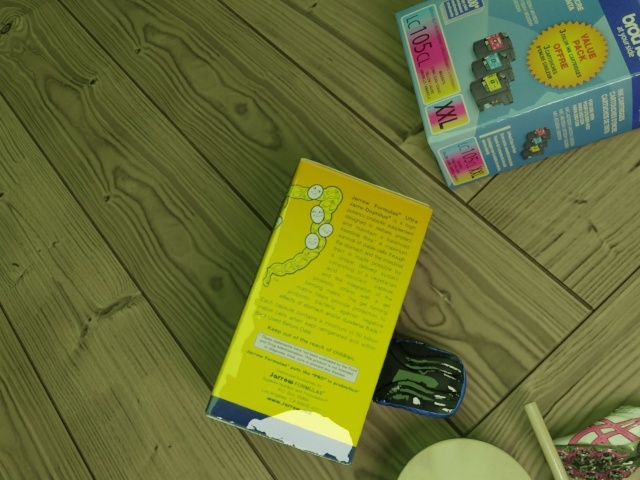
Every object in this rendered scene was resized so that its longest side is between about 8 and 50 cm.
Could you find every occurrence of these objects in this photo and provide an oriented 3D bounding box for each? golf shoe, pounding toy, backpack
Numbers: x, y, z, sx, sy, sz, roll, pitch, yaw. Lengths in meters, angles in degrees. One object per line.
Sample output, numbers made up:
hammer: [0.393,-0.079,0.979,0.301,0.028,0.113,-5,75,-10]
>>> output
golf shoe: [0.373,0.249,0.858,0.186,0.067,0.086,-16,28,25]
pounding toy: [0.207,0.334,0.867,0.237,0.110,0.182,-27,66,2]
backpack: [0.142,0.191,0.951,0.120,0.101,0.097,9,76,19]

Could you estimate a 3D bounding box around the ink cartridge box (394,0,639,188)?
ink cartridge box: [0.339,-0.279,1.039,0.396,0.151,0.269,-17,63,14]

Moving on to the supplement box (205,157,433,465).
supplement box: [-0.008,0.101,0.962,0.195,0.194,0.356,21,76,-3]
